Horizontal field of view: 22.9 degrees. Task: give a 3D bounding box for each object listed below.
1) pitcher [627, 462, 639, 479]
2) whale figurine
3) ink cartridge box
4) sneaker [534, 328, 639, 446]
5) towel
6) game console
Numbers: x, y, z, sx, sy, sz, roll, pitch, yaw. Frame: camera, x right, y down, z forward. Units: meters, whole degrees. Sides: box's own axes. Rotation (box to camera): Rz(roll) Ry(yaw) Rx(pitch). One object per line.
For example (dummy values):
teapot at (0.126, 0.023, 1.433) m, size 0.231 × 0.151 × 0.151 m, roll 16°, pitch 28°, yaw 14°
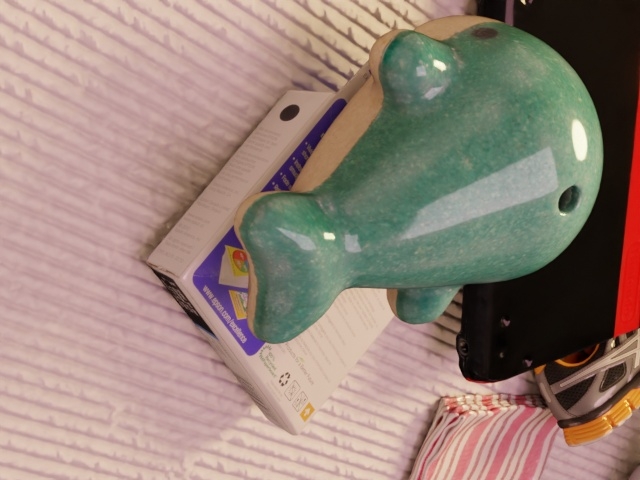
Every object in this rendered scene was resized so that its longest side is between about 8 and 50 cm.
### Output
pitcher at (0.340, 0.315, 1.565) m, size 0.178 × 0.125 × 0.207 m, roll -42°, pitch 153°, yaw -63°
whale figurine at (0.071, -0.027, 0.988) m, size 0.272 × 0.141 × 0.216 m, roll -32°, pitch 133°, yaw -35°
ink cartridge box at (0.000, 0.000, 1.074) m, size 0.208 × 0.045 × 0.206 m, roll -49°, pitch 140°, yaw -16°
sneaker at (0.275, 0.089, 1.402) m, size 0.215 × 0.084 × 0.083 m, roll -40°, pitch 93°, yaw -29°
towel at (0.143, 0.203, 1.372) m, size 0.197 × 0.029 × 0.144 m, roll 5°, pitch 110°, yaw -49°
game console at (0.247, -0.098, 1.252) m, size 0.342 × 0.060 × 0.386 m, roll -16°, pitch 120°, yaw -30°
